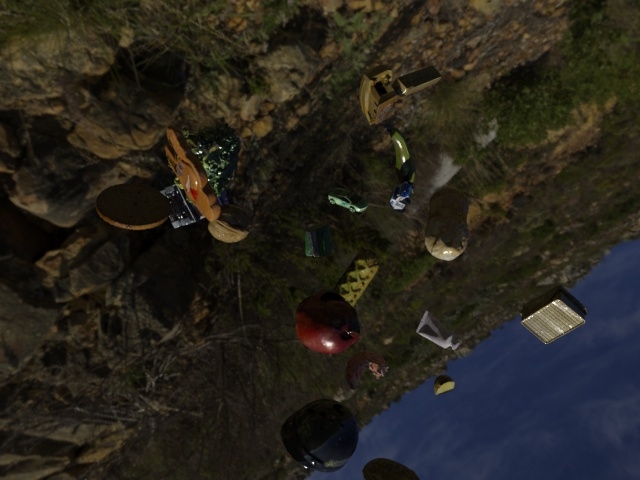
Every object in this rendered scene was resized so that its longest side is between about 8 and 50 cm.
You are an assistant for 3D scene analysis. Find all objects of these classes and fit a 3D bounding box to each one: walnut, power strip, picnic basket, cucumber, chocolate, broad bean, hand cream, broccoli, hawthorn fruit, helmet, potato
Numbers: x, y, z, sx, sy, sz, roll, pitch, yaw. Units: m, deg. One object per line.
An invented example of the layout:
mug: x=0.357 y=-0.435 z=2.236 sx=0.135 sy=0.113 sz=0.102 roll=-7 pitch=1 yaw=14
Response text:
walnut: x=-0.370 y=-0.070 z=1.729 sx=0.155 sy=0.155 sz=0.184 roll=-37 pitch=149 yaw=27
power strip: x=0.348 y=-0.576 z=1.544 sx=0.305 sy=0.064 sz=0.044 roll=-33 pitch=171 yaw=-38
picnic basket: x=0.717 y=0.229 z=1.323 sx=0.164 sy=0.115 sz=0.079 roll=-52 pitch=175 yaw=40
cucumber: x=0.000 y=0.000 z=1.463 sx=0.062 sy=0.115 sz=0.116 roll=8 pitch=-157 yaw=30
chocolate: x=0.394 y=-0.053 z=1.329 sx=0.134 sy=0.134 sz=0.309 roll=-34 pitch=-156 yaw=37
broad bean: x=0.299 y=-0.305 z=1.571 sx=0.075 sy=0.325 sz=0.067 roll=-13 pitch=-146 yaw=18
hand cream: x=0.381 y=0.299 z=1.379 sx=0.142 sy=0.053 sz=0.084 roll=35 pitch=-71 yaw=41
broccoli: x=-0.465 y=-0.314 z=1.744 sx=0.334 sy=0.272 sz=0.324 roll=106 pitch=-17 yaw=-47
hawthorn fruit: x=0.023 y=0.192 z=0.982 sx=0.148 sy=0.148 sz=0.172 roll=-45 pitch=-149 yaw=-21
helmet: x=0.020 y=0.630 z=1.434 sx=0.160 sy=0.279 sz=0.230 roll=-52 pitch=-134 yaw=21
potato: x=0.548 y=0.629 z=1.908 sx=0.096 sy=0.103 sz=0.066 roll=-14 pitch=-134 yaw=-14

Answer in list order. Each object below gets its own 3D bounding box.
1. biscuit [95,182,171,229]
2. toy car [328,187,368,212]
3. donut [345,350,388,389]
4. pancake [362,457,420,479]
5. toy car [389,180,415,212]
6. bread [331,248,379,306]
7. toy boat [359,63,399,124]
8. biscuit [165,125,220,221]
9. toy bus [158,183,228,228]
biscuit: x=-0.502 y=-0.091 z=1.154 sx=0.188 sy=0.188 sz=0.027 roll=-53 pitch=170 yaw=-53
toy car: x=0.120 y=-0.179 z=1.820 sx=0.186 sy=0.058 sz=0.093 roll=26 pitch=-132 yaw=31
donut: x=0.151 y=0.453 z=1.525 sx=0.166 sy=0.117 sz=0.065 roll=-36 pitch=168 yaw=10
pancake: x=0.275 y=0.908 z=1.651 sx=0.242 sy=0.242 sz=0.050 roll=-172 pitch=-87 yaw=-78
toy car: x=0.298 y=-0.161 z=1.596 sx=0.170 sy=0.070 sz=0.080 roll=94 pitch=12 yaw=-78
bread: x=0.102 y=0.143 z=1.382 sx=0.269 sy=0.098 sz=0.087 roll=-59 pitch=-137 yaw=18
toy boat: x=0.117 y=-0.283 z=0.868 sx=0.057 sy=0.077 sz=0.200 roll=-30 pitch=174 yaw=0
biscuit: x=-0.434 y=-0.213 z=1.425 sx=0.047 sy=0.333 sz=0.202 roll=-28 pitch=171 yaw=-30
toy bus: x=-0.636 y=-0.208 z=2.143 sx=0.249 sy=0.209 sz=0.440 roll=-30 pitch=-167 yaw=-27
